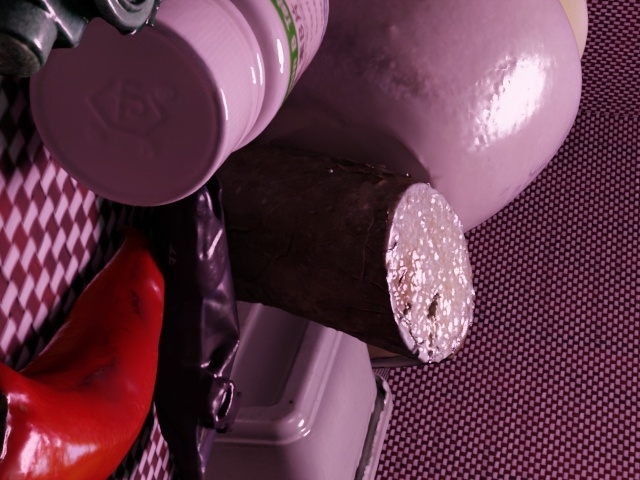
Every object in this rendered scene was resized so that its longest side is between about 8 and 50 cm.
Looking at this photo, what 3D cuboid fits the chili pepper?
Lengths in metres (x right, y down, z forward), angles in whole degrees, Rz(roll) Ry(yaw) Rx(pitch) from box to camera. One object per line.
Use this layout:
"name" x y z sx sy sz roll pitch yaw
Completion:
"chili pepper" -0.156 0.078 0.606 0.368 0.091 0.137 -62 140 -82

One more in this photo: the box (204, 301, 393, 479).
"box" -0.037 0.173 1.112 0.312 0.175 0.183 -68 154 -57

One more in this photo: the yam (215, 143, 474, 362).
"yam" 0.000 0.000 0.886 0.154 0.254 0.154 -38 138 -45

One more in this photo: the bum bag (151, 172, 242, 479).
"bum bag" -0.102 0.054 0.825 0.137 0.074 0.310 -132 -142 -64

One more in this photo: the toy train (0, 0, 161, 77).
"toy train" -0.128 -0.202 0.493 0.159 0.101 0.248 55 40 -56

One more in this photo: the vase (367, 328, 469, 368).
"vase" 0.098 0.045 1.738 0.329 0.240 0.302 17 66 -54

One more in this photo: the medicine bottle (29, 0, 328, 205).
"medicine bottle" -0.080 -0.123 0.681 0.237 0.139 0.139 -66 161 -61

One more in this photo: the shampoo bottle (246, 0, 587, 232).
"shampoo bottle" 0.075 -0.159 1.016 0.317 0.322 0.322 -48 152 -30
